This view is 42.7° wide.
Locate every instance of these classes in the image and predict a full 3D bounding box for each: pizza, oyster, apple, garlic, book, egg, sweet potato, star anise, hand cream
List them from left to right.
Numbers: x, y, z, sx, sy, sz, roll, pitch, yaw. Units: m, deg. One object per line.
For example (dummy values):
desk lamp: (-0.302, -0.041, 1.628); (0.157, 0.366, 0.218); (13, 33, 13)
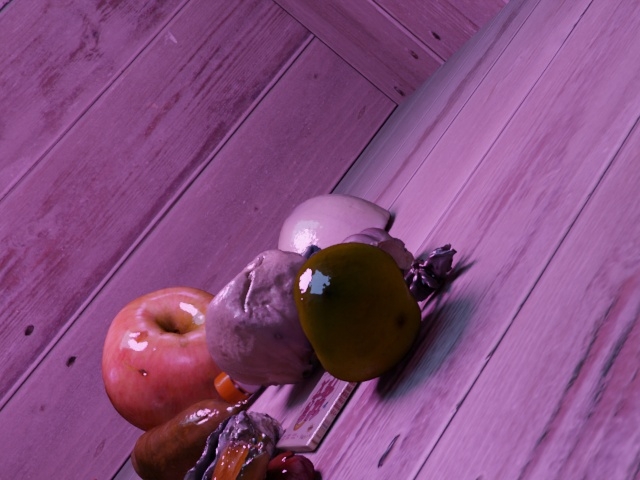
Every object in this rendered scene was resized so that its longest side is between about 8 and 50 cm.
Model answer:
apple: (-0.364, 0.311, 2.085); (0.391, 0.391, 0.347); (-58, -17, -51)
sweet potato: (-0.267, 0.423, 1.716); (0.369, 0.158, 0.158); (-38, 14, 46)
oyster: (-0.138, 0.375, 1.308); (0.198, 0.112, 0.268); (96, -162, -60)
pizza: (-0.114, 0.323, 1.102); (0.185, 0.052, 0.195); (-58, 11, 8)
hand cream: (-0.103, 0.252, 1.863); (0.314, 0.089, 0.140); (-41, 2, 7)
egg: (0.000, 0.000, 2.010); (0.337, 0.201, 0.337); (-51, 6, 7)
book: (0.020, 0.233, 1.293); (0.232, 0.022, 0.162); (-53, 6, -23)
apple: (0.051, 0.097, 1.126); (0.157, 0.196, 0.196); (-28, 6, -1)
garlic: (0.086, 0.062, 1.458); (0.131, 0.127, 0.194); (-7, -40, -28)
star anise: (0.163, 0.042, 1.202); (0.124, 0.056, 0.129); (-55, 7, -36)

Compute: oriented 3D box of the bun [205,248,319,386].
bun: (-0.073, 0.155, 1.523); (0.281, 0.204, 0.282); (-32, -44, -38)

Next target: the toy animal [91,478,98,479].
toy animal: (-0.444, 0.643, 1.543); (0.338, 0.216, 0.191); (-56, -20, -17)

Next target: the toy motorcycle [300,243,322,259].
toy motorcycle: (-0.077, 0.144, 1.763); (0.296, 0.109, 0.198); (-56, 9, 7)

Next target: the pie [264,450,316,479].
pie: (-0.083, 0.371, 1.073); (0.204, 0.054, 0.219); (-49, 6, 21)
